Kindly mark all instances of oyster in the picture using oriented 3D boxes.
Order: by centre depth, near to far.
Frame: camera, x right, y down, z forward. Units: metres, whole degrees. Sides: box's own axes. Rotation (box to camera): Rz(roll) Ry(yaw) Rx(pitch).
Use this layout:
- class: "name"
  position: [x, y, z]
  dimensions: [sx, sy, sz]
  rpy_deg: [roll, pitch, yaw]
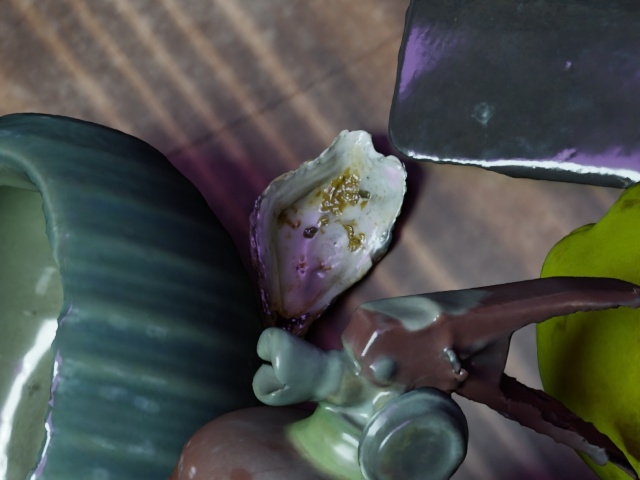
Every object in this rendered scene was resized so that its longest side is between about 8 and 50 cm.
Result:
- class: "oyster"
  position: [-0.003, -0.001, 0.741]
  dimensions: [0.051, 0.034, 0.093]
  rpy_deg: [41, 81, 10]

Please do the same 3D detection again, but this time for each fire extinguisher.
- class: "fire extinguisher"
  position: [-0.004, 0.149, 0.599]
  dimensions: [0.337, 0.147, 0.106]
  rpy_deg: [-65, 29, 18]

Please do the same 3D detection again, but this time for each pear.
- class: "pear"
  position: [0.132, 0.042, 0.639]
  dimensions: [0.107, 0.107, 0.131]
  rpy_deg: [-40, 73, 7]

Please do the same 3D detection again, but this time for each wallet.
- class: "wallet"
  position: [0.102, -0.061, 0.723]
  dimensions: [0.157, 0.018, 0.082]
  rpy_deg: [6, 77, 23]

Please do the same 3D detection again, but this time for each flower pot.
- class: "flower pot"
  position: [-0.114, 0.075, 0.694]
  dimensions: [0.189, 0.157, 0.243]
  rpy_deg: [13, 79, 23]
